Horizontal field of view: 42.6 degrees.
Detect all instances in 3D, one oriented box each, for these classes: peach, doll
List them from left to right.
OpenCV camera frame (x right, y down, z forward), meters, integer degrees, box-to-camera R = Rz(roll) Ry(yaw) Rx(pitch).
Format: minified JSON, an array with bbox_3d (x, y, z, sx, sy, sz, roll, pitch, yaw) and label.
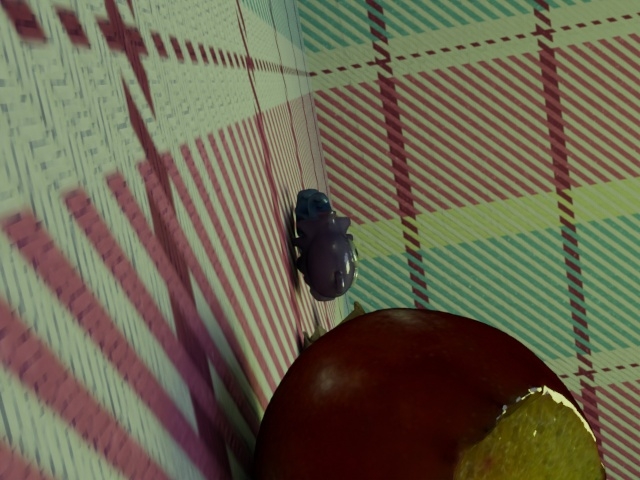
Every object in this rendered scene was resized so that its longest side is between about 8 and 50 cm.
[{"bbox_3d":[0.000,0.000,0.885,0.206,0.067,0.110,-115,-159,-59],"label":"doll"},{"bbox_3d":[0.058,0.125,0.417,0.192,0.190,0.190,147,-65,-73],"label":"peach"}]

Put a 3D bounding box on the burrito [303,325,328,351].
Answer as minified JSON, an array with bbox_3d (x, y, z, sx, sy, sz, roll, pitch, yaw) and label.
[{"bbox_3d":[0.061,0.178,0.845,0.275,0.059,0.082,43,32,-43],"label":"burrito"}]

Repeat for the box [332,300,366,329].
[{"bbox_3d":[0.074,0.162,1.012,0.177,0.111,0.111,60,-7,27],"label":"box"}]
